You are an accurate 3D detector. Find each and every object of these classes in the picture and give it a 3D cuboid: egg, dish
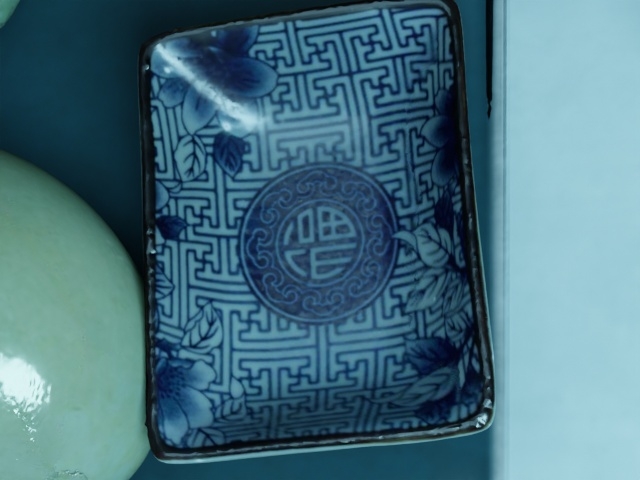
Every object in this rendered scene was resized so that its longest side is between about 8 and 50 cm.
[{"bbox_3d":[-0.193,0.046,0.989,0.186,0.186,0.253,-47,70,7],"label":"egg"},{"bbox_3d":[0.000,0.000,0.970,0.182,0.080,0.243,-7,71,10],"label":"dish"}]

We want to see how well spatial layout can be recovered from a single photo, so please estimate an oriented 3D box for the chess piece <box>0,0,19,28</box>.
[{"bbox_3d":[-0.334,-0.213,1.134,0.299,0.194,0.194,14,83,17],"label":"chess piece"}]
